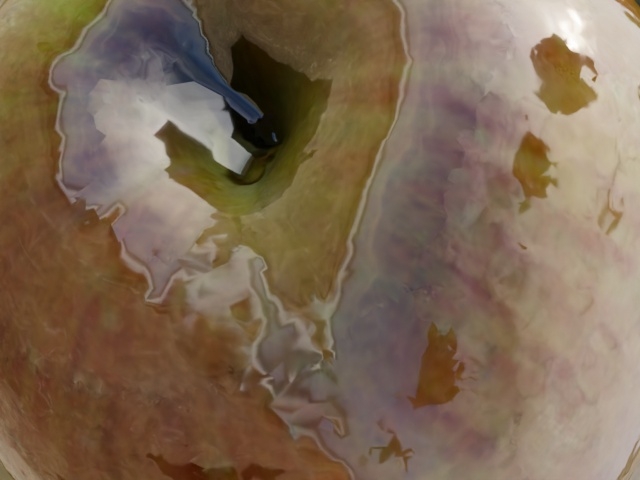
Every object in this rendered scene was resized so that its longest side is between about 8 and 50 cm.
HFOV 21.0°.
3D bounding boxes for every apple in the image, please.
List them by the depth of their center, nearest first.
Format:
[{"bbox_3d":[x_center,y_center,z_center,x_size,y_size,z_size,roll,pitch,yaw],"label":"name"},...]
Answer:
[{"bbox_3d":[0.000,0.000,0.884,0.333,0.400,0.400,54,30,-61],"label":"apple"}]

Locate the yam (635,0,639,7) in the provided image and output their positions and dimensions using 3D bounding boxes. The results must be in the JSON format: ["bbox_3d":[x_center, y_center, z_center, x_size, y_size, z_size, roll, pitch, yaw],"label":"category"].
[{"bbox_3d":[0.241,-0.252,1.110,0.241,0.241,0.348,-8,93,-65],"label":"yam"}]
